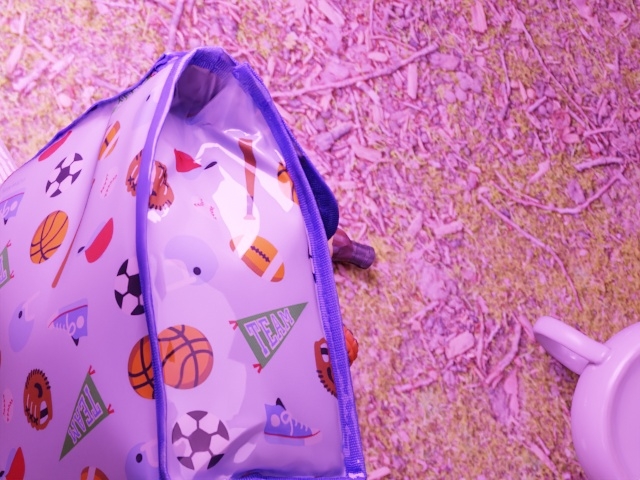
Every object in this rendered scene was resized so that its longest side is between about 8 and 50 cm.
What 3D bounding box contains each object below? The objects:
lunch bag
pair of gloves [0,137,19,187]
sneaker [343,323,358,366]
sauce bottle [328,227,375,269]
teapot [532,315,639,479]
[{"bbox_3d":[-0.147,0.062,1.542,0.239,0.328,0.385,3,69,-39],"label":"lunch bag"},{"bbox_3d":[-0.396,-0.125,1.641,0.240,0.042,0.204,-10,75,-41],"label":"pair of gloves"},{"bbox_3d":[-0.061,0.084,1.774,0.221,0.083,0.087,34,59,-16],"label":"sneaker"},{"bbox_3d":[0.000,0.000,1.884,0.128,0.042,0.042,20,57,-27],"label":"sauce bottle"},{"bbox_3d":[0.379,0.198,1.993,0.253,0.187,0.256,-6,89,-12],"label":"teapot"}]
